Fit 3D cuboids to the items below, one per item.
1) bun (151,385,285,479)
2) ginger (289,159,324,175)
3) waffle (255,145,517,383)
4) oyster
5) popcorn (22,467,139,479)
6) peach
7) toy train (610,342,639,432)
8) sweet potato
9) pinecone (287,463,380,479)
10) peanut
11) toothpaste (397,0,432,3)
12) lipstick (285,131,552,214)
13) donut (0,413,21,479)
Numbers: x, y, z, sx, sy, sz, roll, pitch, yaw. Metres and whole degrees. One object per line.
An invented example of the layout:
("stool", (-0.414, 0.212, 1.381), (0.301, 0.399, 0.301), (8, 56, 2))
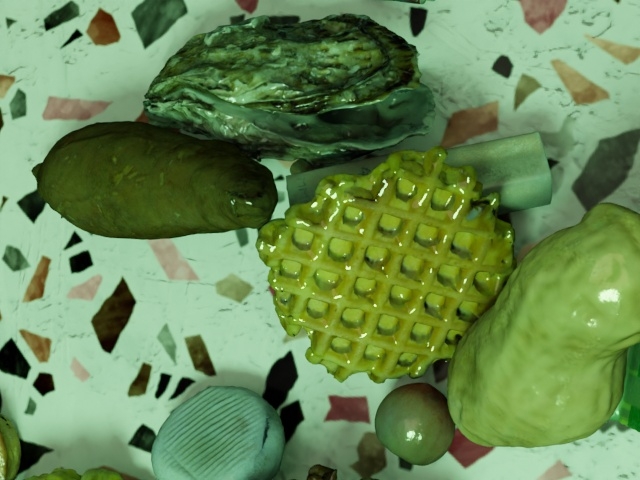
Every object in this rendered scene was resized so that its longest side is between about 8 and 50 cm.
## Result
("bun", (-0.102, 0.222, 1.121), (0.141, 0.083, 0.140), (-11, 43, 10))
("ginger", (0.003, -0.001, 1.135), (0.070, 0.051, 0.173), (-3, 79, 18))
("waffle", (0.069, 0.032, 1.032), (0.245, 0.052, 0.254), (-22, 122, 9))
("oyster", (-0.049, -0.154, 1.123), (0.351, 0.162, 0.158), (-1, 108, 29))
("popcorn", (-0.259, 0.343, 1.126), (0.189, 0.169, 0.218), (-35, 80, 14))
("peach", (0.096, 0.181, 1.066), (0.083, 0.083, 0.083), (-2, 84, 19))
("toy train", (0.347, 0.053, 0.931), (0.120, 0.202, 0.300), (12, 89, -5))
("sweet potato", (-0.163, -0.056, 1.100), (0.423, 0.131, 0.130), (10, 88, 46))
("pinecone", (0.001, 0.358, 0.996), (0.298, 0.242, 0.295), (-4, 89, 9))
("peanut", (0.213, 0.092, 0.944), (0.147, 0.148, 0.318), (49, 142, 17))
("toothpaste", (0.083, -0.264, 1.144), (0.083, 0.019, 0.027), (15, 114, 20))
("lipstick", (0.097, -0.047, 1.062), (0.253, 0.077, 0.078), (-13, 59, 5))
("donut", (-0.410, 0.247, 1.245), (0.141, 0.059, 0.140), (-2, 84, 18))
